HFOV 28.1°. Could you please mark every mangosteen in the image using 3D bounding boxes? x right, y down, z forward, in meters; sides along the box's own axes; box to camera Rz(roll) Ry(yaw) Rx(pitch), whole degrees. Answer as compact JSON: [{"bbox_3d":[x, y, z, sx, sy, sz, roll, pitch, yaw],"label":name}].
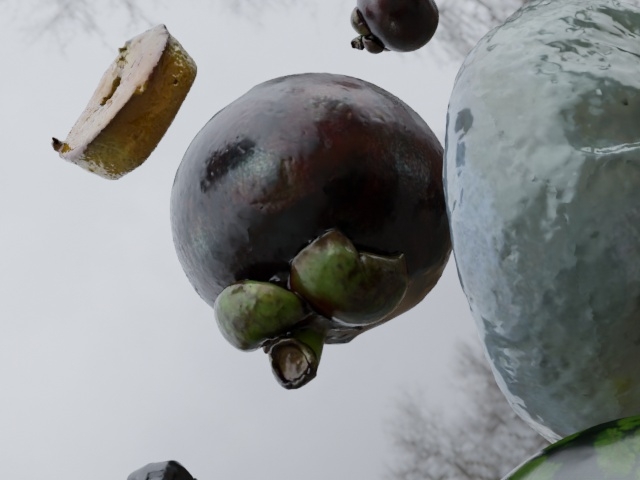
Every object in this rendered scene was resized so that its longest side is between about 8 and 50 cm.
[{"bbox_3d":[0.000,0.000,1.332,0.306,0.360,0.306,-11,-30,-6],"label":"mangosteen"},{"bbox_3d":[0.099,-0.319,1.827,0.140,0.140,0.140,-37,-26,-22],"label":"mangosteen"}]

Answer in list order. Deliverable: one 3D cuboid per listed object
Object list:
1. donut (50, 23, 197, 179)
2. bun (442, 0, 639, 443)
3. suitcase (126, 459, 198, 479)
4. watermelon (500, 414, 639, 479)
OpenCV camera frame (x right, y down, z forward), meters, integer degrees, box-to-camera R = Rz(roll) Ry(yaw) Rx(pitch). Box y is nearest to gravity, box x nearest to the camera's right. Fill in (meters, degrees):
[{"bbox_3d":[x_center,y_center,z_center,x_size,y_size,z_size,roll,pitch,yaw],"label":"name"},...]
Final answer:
[{"bbox_3d":[-0.276,-0.195,1.827,0.253,0.118,0.253,-49,18,21],"label":"donut"},{"bbox_3d":[0.222,-0.018,0.967,0.211,0.362,0.362,-15,-17,18],"label":"bun"},{"bbox_3d":[-0.099,0.359,1.163,0.066,0.286,0.206,-23,28,28],"label":"suitcase"},{"bbox_3d":[0.182,0.226,0.617,0.285,0.285,0.285,-37,-26,-22],"label":"watermelon"}]
